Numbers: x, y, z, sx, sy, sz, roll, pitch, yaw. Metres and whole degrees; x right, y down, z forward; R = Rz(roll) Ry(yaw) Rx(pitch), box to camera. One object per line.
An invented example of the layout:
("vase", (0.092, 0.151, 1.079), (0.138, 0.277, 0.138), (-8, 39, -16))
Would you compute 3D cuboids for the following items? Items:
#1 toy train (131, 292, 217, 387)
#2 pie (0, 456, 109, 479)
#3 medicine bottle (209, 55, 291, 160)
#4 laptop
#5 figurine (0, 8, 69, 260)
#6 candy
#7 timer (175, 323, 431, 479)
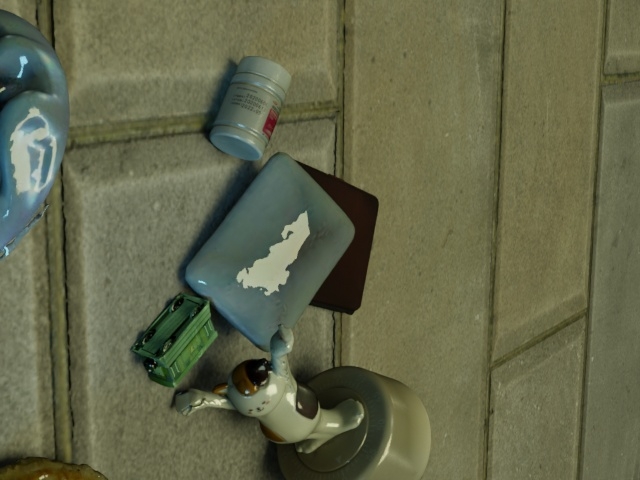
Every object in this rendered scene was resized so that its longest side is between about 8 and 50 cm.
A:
("toy train", (-0.140, 0.097, 1.033), (0.093, 0.038, 0.056), (-52, 143, -38))
("pie", (-0.237, 0.264, 0.887), (0.193, 0.079, 0.163), (20, 72, -56))
("medicine bottle", (-0.070, -0.133, 1.067), (0.058, 0.058, 0.091), (42, 62, -52))
("laptop", (0.000, 0.000, 1.235), (0.207, 0.026, 0.153), (19, 79, -57))
("figurine", (-0.339, -0.121, 0.539), (0.388, 0.248, 0.276), (27, 71, -65))
("candy", (-0.047, 0.012, 1.096), (0.138, 0.071, 0.174), (46, 67, -29))
("timer", (-0.019, 0.185, 1.131), (0.266, 0.175, 0.175), (38, 65, -45))
